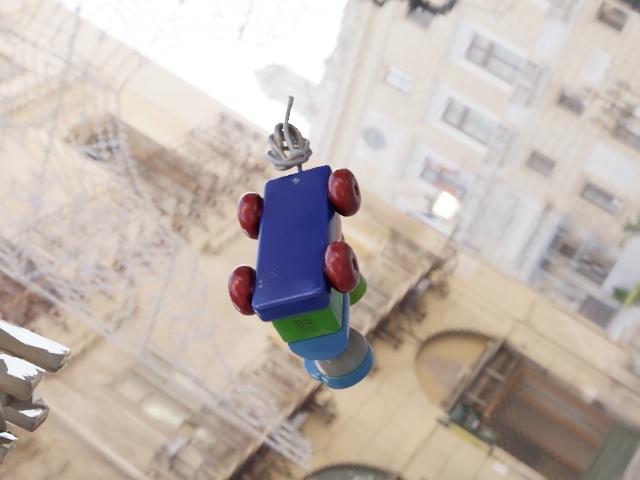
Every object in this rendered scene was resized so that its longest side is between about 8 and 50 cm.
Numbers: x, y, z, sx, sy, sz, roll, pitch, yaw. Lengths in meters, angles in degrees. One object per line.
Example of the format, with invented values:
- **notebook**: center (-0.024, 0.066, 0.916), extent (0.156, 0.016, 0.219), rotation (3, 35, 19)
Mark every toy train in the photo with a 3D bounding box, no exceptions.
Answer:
- **toy train**: center (0.000, 0.000, 1.094), extent (0.248, 0.105, 0.143), rotation (-87, -23, -45)

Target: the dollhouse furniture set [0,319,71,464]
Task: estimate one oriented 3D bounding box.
- **dollhouse furniture set**: center (-0.424, 0.236, 1.048), extent (0.394, 0.257, 0.362), rotation (-122, 54, -87)
